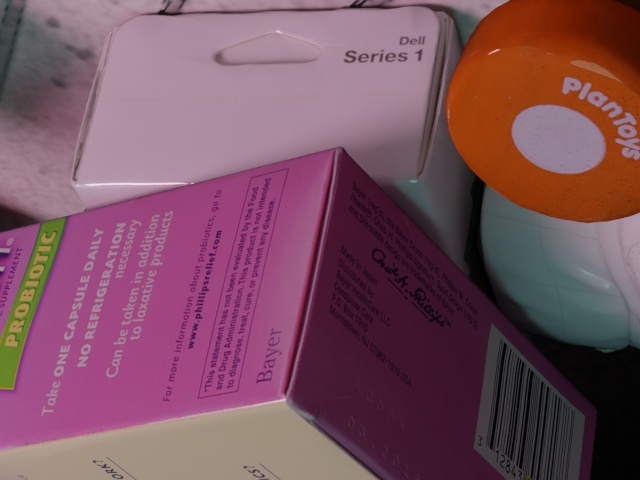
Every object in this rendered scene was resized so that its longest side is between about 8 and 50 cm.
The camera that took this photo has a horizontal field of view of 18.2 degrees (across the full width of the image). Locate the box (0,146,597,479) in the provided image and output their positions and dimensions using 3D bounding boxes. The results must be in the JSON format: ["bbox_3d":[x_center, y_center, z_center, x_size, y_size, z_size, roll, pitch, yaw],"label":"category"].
[{"bbox_3d":[-0.040,0.087,0.858,0.243,0.117,0.213,-14,140,33],"label":"box"}]

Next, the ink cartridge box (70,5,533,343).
[{"bbox_3d":[0.000,0.000,0.908,0.160,0.093,0.219,-1,146,18],"label":"ink cartridge box"}]

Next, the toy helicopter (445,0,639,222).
[{"bbox_3d":[0.115,-0.170,0.588,0.235,0.140,0.355,-4,132,34],"label":"toy helicopter"}]

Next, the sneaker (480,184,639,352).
[{"bbox_3d":[0.182,0.025,0.906,0.169,0.108,0.292,14,165,36],"label":"sneaker"}]
